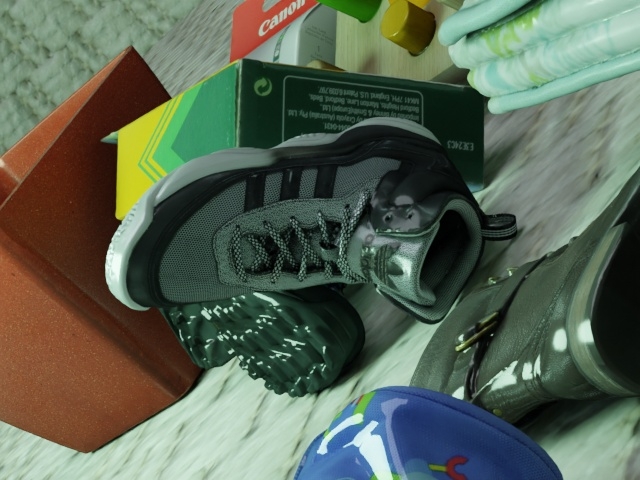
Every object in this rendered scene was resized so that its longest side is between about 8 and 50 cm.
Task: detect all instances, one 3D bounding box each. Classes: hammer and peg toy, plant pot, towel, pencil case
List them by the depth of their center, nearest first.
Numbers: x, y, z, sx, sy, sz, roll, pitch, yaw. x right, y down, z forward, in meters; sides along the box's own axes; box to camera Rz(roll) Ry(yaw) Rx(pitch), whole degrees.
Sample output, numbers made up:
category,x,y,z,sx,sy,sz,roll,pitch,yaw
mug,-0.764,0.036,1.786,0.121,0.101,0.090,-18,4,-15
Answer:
category,x,y,z,sx,sy,sz,roll,pitch,yaw
pencil case,-0.010,0.201,0.877,0.306,0.133,0.119,-53,-18,-30
towel,0.264,-0.201,1.124,0.320,0.090,0.374,-33,8,-23
hammer and peg toy,0.099,-0.284,1.693,0.266,0.127,0.361,-31,47,47
plant pot,-0.213,0.034,1.779,0.267,0.236,0.267,-33,18,45

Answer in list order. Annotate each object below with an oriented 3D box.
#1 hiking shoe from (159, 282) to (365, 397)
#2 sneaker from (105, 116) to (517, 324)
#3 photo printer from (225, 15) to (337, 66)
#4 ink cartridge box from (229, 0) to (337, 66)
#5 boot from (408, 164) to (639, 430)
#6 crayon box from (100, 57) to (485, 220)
category,x,y,z,sx,sy,sz,roll,pitch,yaw
hiking shoe,-0.031,0.032,1.493,0.132,0.113,0.304,-38,18,-16
sneaker,0.000,0.000,1.309,0.268,0.101,0.153,-19,33,-26
photo printer,0.043,-0.217,1.967,0.307,0.107,0.256,-24,22,50
ink cartridge box,-0.056,-0.175,1.861,0.181,0.056,0.225,-31,49,44
boot,0.146,0.010,1.056,0.263,0.091,0.229,-49,9,-27
crayon box,-0.033,-0.062,1.568,0.323,0.203,0.083,163,110,-65
